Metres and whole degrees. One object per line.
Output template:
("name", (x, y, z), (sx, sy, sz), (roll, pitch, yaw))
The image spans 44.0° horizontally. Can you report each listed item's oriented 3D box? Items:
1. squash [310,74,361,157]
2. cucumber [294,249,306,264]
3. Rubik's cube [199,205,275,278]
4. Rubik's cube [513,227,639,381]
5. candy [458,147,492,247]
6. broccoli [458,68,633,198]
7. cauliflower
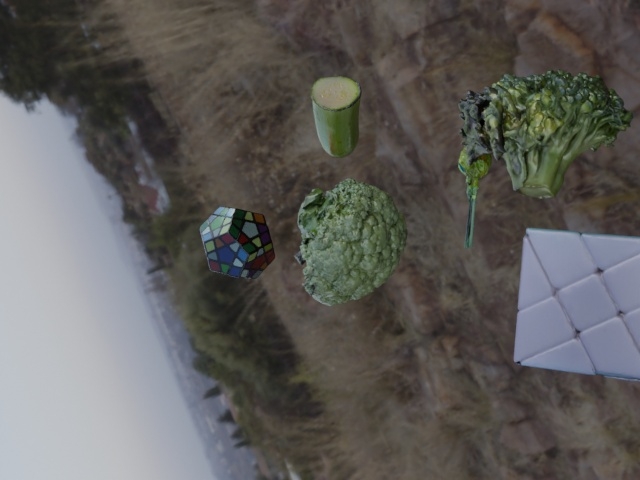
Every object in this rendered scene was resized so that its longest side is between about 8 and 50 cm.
("squash", (0.031, -0.224, 1.529), (0.188, 0.095, 0.095), (86, 159, -57))
("cucumber", (0.000, 0.000, 2.083), (0.039, 0.163, 0.043), (50, 178, -12))
("Rubik's cube", (-0.138, 0.004, 1.316), (0.112, 0.133, 0.133), (-53, -52, -61))
("Rubik's cube", (0.452, 0.098, 1.319), (0.224, 0.231, 0.221), (0, -85, -68))
("candy", (0.351, -0.101, 1.831), (0.077, 0.073, 0.262), (-92, 2, -64))
("broccoli", (0.459, -0.251, 1.648), (0.334, 0.272, 0.324), (4, 147, 34))
("cauliflower", (0.035, -0.007, 1.627), (0.250, 0.275, 0.272), (45, -170, 29))
